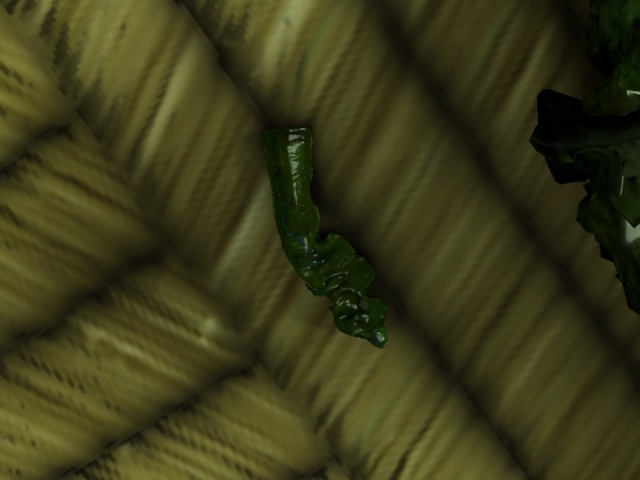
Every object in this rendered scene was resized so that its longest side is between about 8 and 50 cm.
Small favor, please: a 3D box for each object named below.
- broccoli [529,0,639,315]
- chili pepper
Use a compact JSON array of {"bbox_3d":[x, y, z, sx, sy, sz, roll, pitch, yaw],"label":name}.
[{"bbox_3d":[0.218,-0.023,0.389,0.321,0.283,0.304,33,114,10],"label":"broccoli"},{"bbox_3d":[0.000,0.000,0.533,0.027,0.022,0.083,-22,103,10],"label":"chili pepper"}]
